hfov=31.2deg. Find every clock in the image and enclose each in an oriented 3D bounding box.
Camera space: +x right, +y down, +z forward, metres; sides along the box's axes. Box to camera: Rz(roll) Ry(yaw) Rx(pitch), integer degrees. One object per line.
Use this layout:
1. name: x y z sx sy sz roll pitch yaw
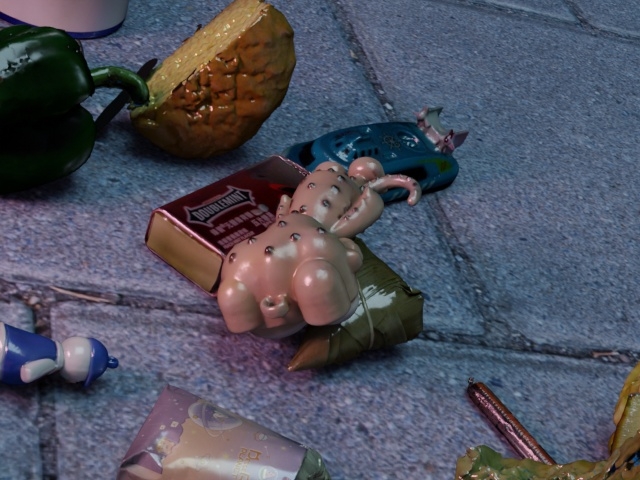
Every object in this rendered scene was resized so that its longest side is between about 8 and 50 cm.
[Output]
1. clock: -0.387 -0.381 1.653 0.231 0.083 0.230 16 31 -10

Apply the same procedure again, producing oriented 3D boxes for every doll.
1. doll: -0.255 0.107 1.052 0.143 0.057 0.099 7 16 -25
2. doll: -0.002 0.000 1.211 0.154 0.119 0.278 0 34 32

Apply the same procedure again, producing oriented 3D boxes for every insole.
1. insole: -0.247 -0.182 1.443 0.045 0.002 0.135 3 52 48

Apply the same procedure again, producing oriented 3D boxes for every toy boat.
1. toy boat: 0.072 -0.120 1.538 0.299 0.092 0.134 -16 52 -45

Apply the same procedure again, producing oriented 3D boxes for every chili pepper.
1. chili pepper: -0.319 -0.156 1.298 0.165 0.173 0.261 10 26 36

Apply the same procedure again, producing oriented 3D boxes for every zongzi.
1. zongzi: -0.005 0.062 1.260 0.178 0.081 0.189 -20 42 -27

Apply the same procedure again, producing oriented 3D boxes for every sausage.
1. sausage: 0.215 0.214 1.200 0.198 0.025 0.028 49 10 34

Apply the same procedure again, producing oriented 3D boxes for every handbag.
1. handbag: -0.078 0.199 0.990 0.173 0.095 0.117 21 36 3

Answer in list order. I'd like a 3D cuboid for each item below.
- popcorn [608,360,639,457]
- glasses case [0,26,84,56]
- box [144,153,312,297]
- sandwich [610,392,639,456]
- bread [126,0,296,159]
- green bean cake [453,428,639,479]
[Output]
1. popcorn: 0.408 0.207 1.174 0.255 0.194 0.256 13 24 -16
2. glasses case: -0.447 -0.237 1.426 0.299 0.060 0.114 6 36 -23
3. box: -0.086 -0.021 1.324 0.120 0.069 0.224 36 37 20
4. sandwich: 0.315 0.242 1.078 0.079 0.163 0.113 6 30 23
5. bread: -0.125 -0.199 1.451 0.139 0.229 0.143 47 6 -37
6. green bean cake: 0.242 0.236 0.924 0.285 0.310 0.202 37 38 18
